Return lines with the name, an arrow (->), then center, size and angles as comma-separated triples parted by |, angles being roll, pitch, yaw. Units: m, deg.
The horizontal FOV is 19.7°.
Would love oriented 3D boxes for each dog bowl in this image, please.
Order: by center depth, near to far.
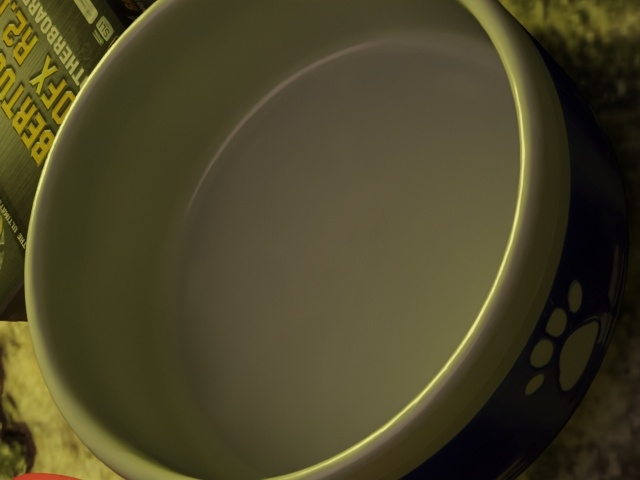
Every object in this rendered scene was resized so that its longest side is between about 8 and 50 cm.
dog bowl -> 0.000, 0.000, 0.831 | 0.264, 0.104, 0.265 | -13, 65, 29

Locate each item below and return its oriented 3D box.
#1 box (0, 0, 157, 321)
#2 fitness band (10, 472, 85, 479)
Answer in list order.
box -> -0.171, -0.097, 1.063 | 0.183, 0.056, 0.231 | -50, 57, 26
fitness band -> -0.050, 0.199, 0.848 | 0.290, 0.209, 0.054 | 9, 50, 40
